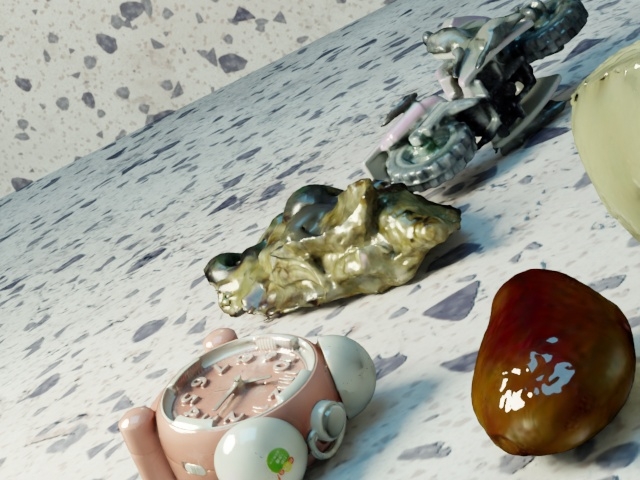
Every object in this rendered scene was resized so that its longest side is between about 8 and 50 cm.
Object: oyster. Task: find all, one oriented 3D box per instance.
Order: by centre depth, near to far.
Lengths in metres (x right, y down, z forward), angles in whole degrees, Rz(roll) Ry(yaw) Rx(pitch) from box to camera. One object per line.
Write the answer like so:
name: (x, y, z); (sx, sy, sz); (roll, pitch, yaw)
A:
oyster: (0.002, 0.002, 1.375); (0.221, 0.096, 0.361); (-40, 15, -12)

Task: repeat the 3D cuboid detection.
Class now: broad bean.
broad bean: (0.149, 0.080, 0.880); (0.114, 0.084, 0.165); (-39, 15, 30)

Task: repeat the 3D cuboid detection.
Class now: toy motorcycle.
toy motorcycle: (0.163, -0.167, 1.531); (0.327, 0.143, 0.188); (-48, 28, -25)

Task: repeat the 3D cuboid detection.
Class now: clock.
clock: (-0.047, 0.139, 1.039); (0.162, 0.093, 0.166); (-2, 29, 40)

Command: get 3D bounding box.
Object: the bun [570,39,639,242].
bun: (0.333, -0.076, 0.829); (0.359, 0.211, 0.360); (-26, 4, 2)
